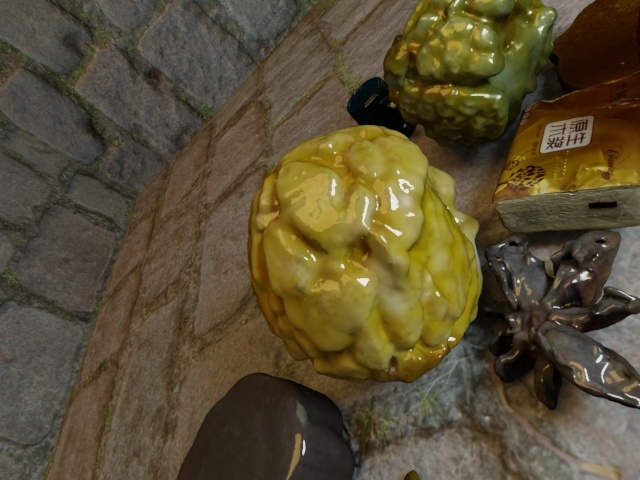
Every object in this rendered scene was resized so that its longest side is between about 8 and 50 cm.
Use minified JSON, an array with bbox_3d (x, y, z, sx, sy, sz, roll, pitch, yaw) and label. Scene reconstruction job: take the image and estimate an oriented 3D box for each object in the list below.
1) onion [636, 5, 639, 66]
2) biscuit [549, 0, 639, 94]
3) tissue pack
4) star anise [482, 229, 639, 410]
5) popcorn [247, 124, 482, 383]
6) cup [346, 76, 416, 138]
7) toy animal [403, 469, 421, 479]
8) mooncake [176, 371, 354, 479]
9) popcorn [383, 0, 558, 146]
[{"bbox_3d":[0.444,-0.276,0.475,0.267,0.348,0.159,-52,9,-3],"label":"onion"},{"bbox_3d":[0.514,-0.339,0.669,0.272,0.049,0.258,-32,37,27],"label":"biscuit"},{"bbox_3d":[0.365,-0.120,0.598,0.183,0.092,0.226,-2,51,45],"label":"tissue pack"},{"bbox_3d":[0.284,0.084,0.524,0.198,0.110,0.258,-28,37,49],"label":"star anise"},{"bbox_3d":[0.047,0.027,0.622,0.353,0.390,0.345,4,77,39],"label":"popcorn"},{"bbox_3d":[0.156,-0.306,0.994,0.150,0.138,0.114,-12,52,45],"label":"cup"},{"bbox_3d":[0.142,0.354,0.474,0.155,0.095,0.219,-36,7,25],"label":"toy animal"},{"bbox_3d":[-0.090,0.377,0.677,0.306,0.154,0.306,-32,40,31],"label":"mooncake"},{"bbox_3d":[0.265,-0.312,0.755,0.274,0.335,0.280,0,96,26],"label":"popcorn"}]
